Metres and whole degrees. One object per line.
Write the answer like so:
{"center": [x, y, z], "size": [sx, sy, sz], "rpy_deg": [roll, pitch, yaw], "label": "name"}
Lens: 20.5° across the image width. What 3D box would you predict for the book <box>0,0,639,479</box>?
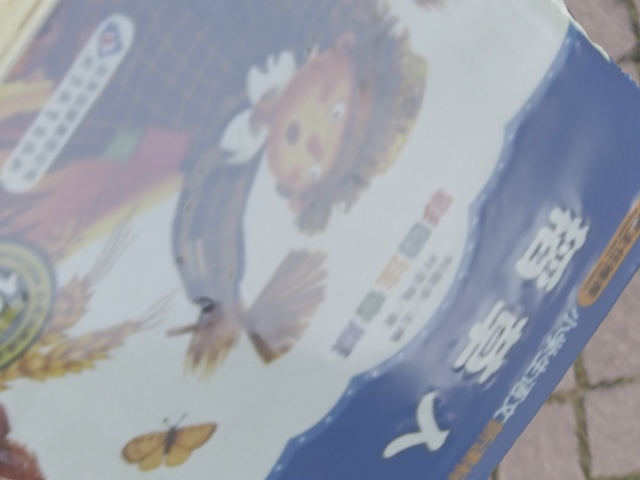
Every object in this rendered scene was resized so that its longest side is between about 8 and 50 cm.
{"center": [0.000, 0.000, 0.781], "size": [0.300, 0.039, 0.428], "rpy_deg": [-56, 140, 2], "label": "book"}
